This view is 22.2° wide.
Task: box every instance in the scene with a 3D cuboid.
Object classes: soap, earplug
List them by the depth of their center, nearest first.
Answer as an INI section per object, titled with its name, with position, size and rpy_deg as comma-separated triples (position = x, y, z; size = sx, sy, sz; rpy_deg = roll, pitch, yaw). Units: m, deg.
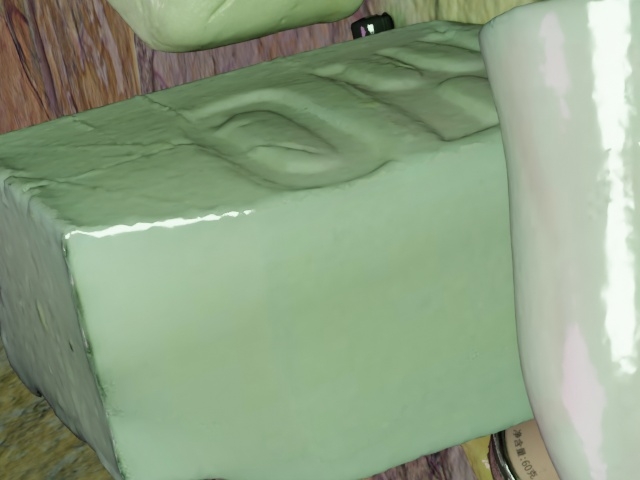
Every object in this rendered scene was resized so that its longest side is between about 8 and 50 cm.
[earplug]
position = 0.184, 0.020, 0.959
size = 0.172, 0.172, 0.301
rpy_deg = 160, 110, -70
[soap]
position = 0.000, 0.000, 1.173
size = 0.350, 0.435, 0.213
rpy_deg = -143, 40, -59

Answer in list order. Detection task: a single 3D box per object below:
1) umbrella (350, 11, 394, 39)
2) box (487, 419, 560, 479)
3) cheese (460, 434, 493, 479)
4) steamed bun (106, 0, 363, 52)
[umbrella]
position = 0.069, -0.089, 1.433
size = 0.071, 0.080, 0.224
rpy_deg = -57, -47, -73
[box]
position = 0.199, 0.160, 1.272
size = 0.151, 0.151, 0.135
rpy_deg = 61, 167, 13
[cheese]
position = 0.179, 0.180, 1.409
size = 0.167, 0.094, 0.123
rpy_deg = 62, 161, 11
[steamed bun]
position = -0.113, -0.347, 1.343
size = 0.383, 0.247, 0.236
rpy_deg = 57, 147, 38
